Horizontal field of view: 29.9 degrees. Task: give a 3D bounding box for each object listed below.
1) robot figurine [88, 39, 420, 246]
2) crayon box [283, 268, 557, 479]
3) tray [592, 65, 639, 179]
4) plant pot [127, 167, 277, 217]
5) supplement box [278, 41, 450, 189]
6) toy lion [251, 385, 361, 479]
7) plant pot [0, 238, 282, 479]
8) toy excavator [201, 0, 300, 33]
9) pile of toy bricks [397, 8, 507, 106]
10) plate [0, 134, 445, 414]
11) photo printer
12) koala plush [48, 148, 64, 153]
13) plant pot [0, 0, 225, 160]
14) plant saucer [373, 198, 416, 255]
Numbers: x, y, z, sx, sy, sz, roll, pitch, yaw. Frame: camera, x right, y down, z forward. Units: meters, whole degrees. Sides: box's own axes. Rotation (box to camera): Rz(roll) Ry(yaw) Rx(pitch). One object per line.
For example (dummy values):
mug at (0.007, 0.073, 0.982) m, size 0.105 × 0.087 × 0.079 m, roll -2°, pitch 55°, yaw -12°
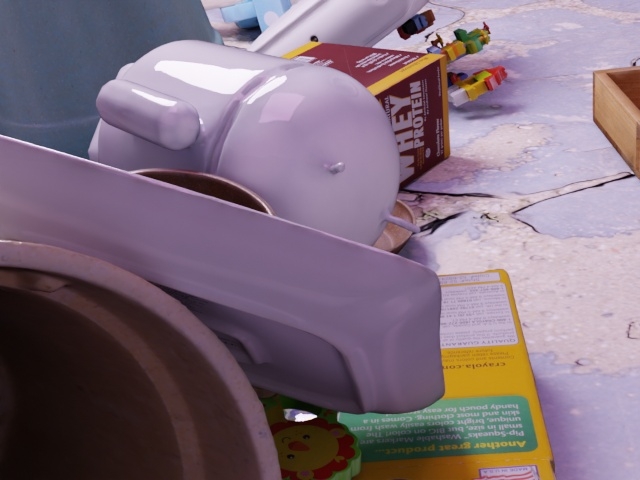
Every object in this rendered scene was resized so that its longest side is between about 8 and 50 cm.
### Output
robot figurine at (-0.068, -0.075, 1.124) m, size 0.353 × 0.200 × 0.300 m, roll 19°, pitch 1°, yaw 44°
crayon box at (0.054, 0.134, 0.874) m, size 0.203 × 0.083 × 0.323 m, roll -4°, pitch 24°, yaw 4°
tray at (0.546, -0.157, 1.399) m, size 0.411 × 0.076 × 0.203 m, roll -5°, pitch 25°, yaw -1°
plant pot at (-0.123, 0.053, 0.961) m, size 0.167 × 0.165 × 0.167 m, roll 6°, pitch 33°, yaw -4°
supplement box at (0.022, -0.140, 1.409) m, size 0.194 × 0.129 × 0.191 m, roll 12°, pitch 30°, yaw 33°
toy lion at (-0.017, 0.129, 0.773) m, size 0.096 × 0.034 × 0.100 m, roll 8°, pitch 28°, yaw 17°
plant pot at (-0.240, 0.145, 0.690) m, size 0.334 × 0.334 × 0.305 m, roll -20°, pitch 18°, yaw -28°
toy excavator at (-0.143, -0.419, 2.006) m, size 0.445 × 0.222 × 0.433 m, roll -8°, pitch 22°, yaw 29°
pile of toy bricks at (0.187, -0.262, 1.627) m, size 0.105 × 0.118 × 0.212 m, roll -27°, pitch 20°, yaw -2°
plate at (-0.065, 0.036, 0.702) m, size 0.277 × 0.278 × 0.045 m, roll 17°, pitch 73°, yaw 12°
photo printer at (0.050, -0.324, 1.652) m, size 0.307 × 0.107 × 0.256 m, roll -34°, pitch 13°, yaw 30°
koala plush at (-0.329, -0.040, 1.233) m, size 0.196 × 0.203 × 0.221 m, roll 19°, pitch 23°, yaw 42°
plant pot at (-0.292, -0.286, 1.486) m, size 0.341 × 0.334 × 0.341 m, roll -11°, pitch 30°, yaw 7°
plant saucer at (0.000, 0.000, 1.227) m, size 0.198 × 0.036 × 0.198 m, roll -5°, pitch 24°, yaw 2°
